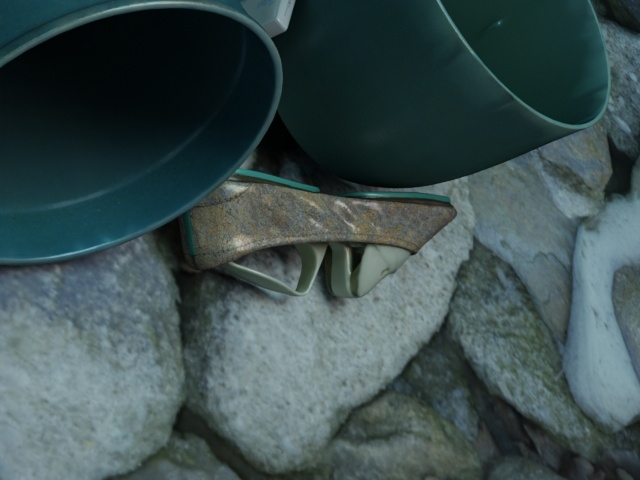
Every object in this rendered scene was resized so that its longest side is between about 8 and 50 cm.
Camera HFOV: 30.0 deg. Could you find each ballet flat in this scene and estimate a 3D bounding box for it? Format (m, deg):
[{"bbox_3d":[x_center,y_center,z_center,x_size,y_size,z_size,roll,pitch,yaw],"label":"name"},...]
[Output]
[{"bbox_3d":[0.000,0.000,1.101,0.316,0.107,0.106,5,83,-37],"label":"ballet flat"}]

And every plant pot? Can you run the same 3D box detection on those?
[{"bbox_3d":[-0.206,-0.163,0.881,0.272,0.271,0.255,-3,53,-45],"label":"plant pot"},{"bbox_3d":[0.089,-0.184,1.123,0.293,0.235,0.293,28,47,-36],"label":"plant pot"}]

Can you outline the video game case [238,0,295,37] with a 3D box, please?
[{"bbox_3d":[-0.082,-0.215,1.090,0.019,0.157,0.143,46,41,-34],"label":"video game case"}]
